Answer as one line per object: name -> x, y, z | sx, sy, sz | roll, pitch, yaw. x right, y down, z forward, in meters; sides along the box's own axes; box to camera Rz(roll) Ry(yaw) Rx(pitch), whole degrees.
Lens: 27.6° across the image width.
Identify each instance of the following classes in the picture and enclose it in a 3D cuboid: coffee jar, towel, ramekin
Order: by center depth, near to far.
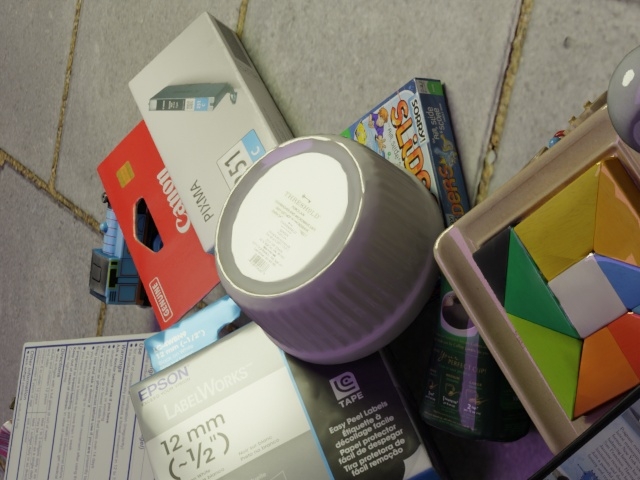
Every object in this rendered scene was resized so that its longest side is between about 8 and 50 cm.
coffee jar -> 0.145, 0.077, 1.139 | 0.096, 0.079, 0.184 | 15, 101, 47
ramekin -> 0.000, 0.000, 1.193 | 0.207, 0.109, 0.207 | -18, 55, 28
towel -> -0.419, 0.329, 1.902 | 0.144, 0.029, 0.197 | 45, 157, -2

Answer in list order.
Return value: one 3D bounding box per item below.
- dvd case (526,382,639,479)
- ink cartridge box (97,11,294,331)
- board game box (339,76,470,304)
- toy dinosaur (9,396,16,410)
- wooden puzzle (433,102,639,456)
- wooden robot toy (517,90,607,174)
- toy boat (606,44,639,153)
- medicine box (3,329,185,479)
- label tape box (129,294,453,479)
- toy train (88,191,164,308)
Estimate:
dvd case -> 0.252, 0.219, 0.981 | 0.180, 0.022, 0.253 | 54, 134, 18
ink cartridge box -> -0.159, -0.083, 1.529 | 0.261, 0.066, 0.296 | -41, 51, 17
board game box -> 0.086, -0.039, 1.273 | 0.136, 0.035, 0.201 | -34, 61, 50
toy dinosaur -> -0.322, 0.254, 1.800 | 0.314, 0.160, 0.121 | 14, 67, 44
wooden puzzle -> 0.213, 0.036, 0.999 | 0.239, 0.044, 0.221 | -40, 75, 40
wooden robot toy -> 0.211, -0.048, 1.085 | 0.079, 0.076, 0.173 | 44, 133, 4
toy boat -> 0.287, -0.149, 0.772 | 0.267, 0.148, 0.318 | 25, 71, 43
medicine box -> -0.227, 0.254, 1.528 | 0.289, 0.149, 0.263 | -7, 71, 40
label tape box -> -0.048, 0.156, 1.275 | 0.249, 0.115, 0.347 | -29, 54, 5
toy train -> -0.239, -0.001, 1.692 | 0.080, 0.105, 0.184 | 22, 107, 54
